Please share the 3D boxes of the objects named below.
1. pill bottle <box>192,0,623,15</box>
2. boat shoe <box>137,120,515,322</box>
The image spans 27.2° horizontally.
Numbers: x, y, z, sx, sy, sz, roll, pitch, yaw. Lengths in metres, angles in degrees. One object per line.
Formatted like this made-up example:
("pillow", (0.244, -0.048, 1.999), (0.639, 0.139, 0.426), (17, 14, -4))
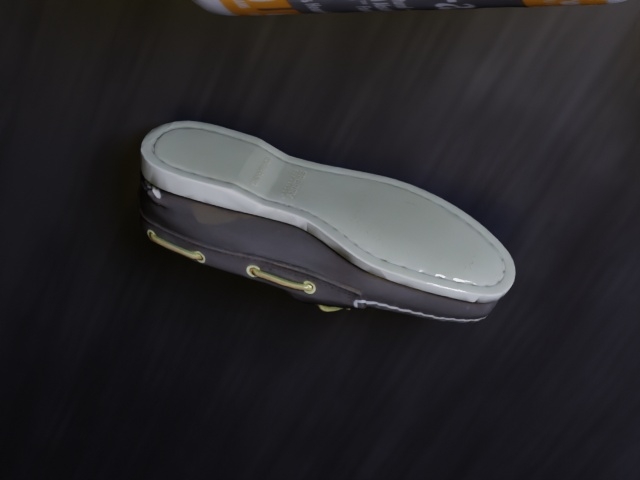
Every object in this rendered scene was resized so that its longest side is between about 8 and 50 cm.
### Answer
("pill bottle", (0.072, -0.182, 0.580), (0.278, 0.162, 0.162), (1, 122, 16))
("boat shoe", (0.000, 0.000, 0.769), (0.228, 0.081, 0.068), (21, 128, 11))
